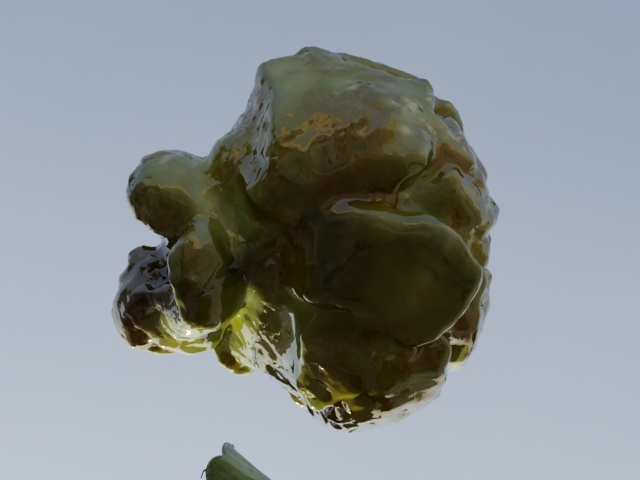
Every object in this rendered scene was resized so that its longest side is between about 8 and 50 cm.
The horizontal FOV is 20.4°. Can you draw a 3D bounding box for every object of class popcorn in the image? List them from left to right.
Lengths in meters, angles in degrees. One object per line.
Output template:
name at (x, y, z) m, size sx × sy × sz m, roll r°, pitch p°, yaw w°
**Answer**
popcorn at (-0.005, -0.001, 1.214) m, size 0.276 × 0.225 × 0.276 m, roll 1°, pitch -87°, yaw 9°

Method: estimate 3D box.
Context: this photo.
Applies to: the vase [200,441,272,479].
vase at (-0.020, 0.215, 1.306) m, size 0.149 × 0.081 × 0.081 m, roll 24°, pitch -61°, yaw 10°
